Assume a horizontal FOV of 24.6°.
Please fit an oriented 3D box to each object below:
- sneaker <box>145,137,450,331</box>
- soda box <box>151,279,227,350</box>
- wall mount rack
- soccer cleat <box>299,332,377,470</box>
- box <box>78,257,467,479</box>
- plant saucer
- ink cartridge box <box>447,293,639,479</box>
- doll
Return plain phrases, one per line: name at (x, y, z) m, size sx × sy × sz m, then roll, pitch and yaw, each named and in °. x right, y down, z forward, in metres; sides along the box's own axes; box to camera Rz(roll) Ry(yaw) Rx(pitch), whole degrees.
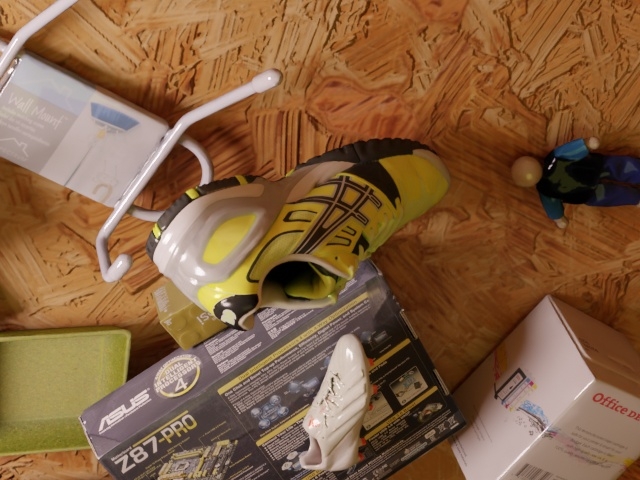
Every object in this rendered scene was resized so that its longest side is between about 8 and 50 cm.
sneaker at (0.000, 0.000, 1.571) m, size 0.384 × 0.147 × 0.145 m, roll -20°, pitch 153°, yaw -36°
soda box at (-0.101, 0.050, 1.698) m, size 0.181 × 0.058 × 0.061 m, roll -30°, pitch 131°, yaw 6°
wall mount rack at (-0.219, -0.122, 1.466) m, size 0.350 × 0.130 × 0.304 m, roll 26°, pitch 113°, yaw -31°
soccer cleat at (0.018, 0.195, 1.711) m, size 0.076 × 0.068 × 0.196 m, roll -8°, pitch 127°, yaw -19°
box at (-0.047, 0.222, 1.799) m, size 0.395 × 0.097 × 0.318 m, roll -34°, pitch 133°, yaw -2°
plant saucer at (-0.324, 0.168, 1.723) m, size 0.188 × 0.045 × 0.188 m, roll -3°, pitch 128°, yaw -18°
ink cartridge box at (0.304, 0.225, 1.907) m, size 0.171 × 0.168 × 0.233 m, roll 26°, pitch 116°, yaw -34°
doll at (0.312, -0.070, 1.754) m, size 0.189 × 0.046 × 0.129 m, roll 6°, pitch 124°, yaw -24°
